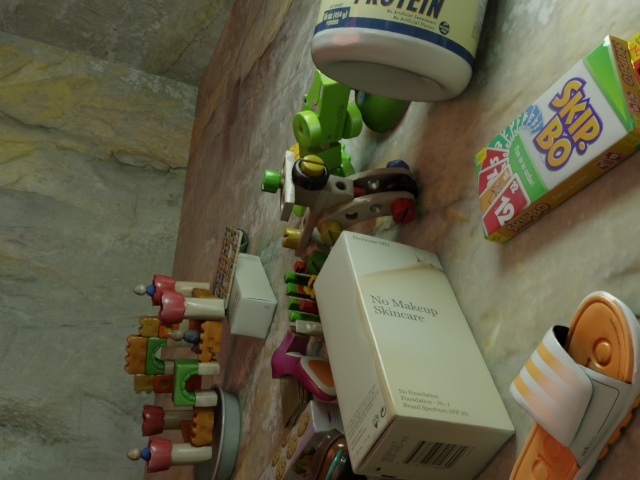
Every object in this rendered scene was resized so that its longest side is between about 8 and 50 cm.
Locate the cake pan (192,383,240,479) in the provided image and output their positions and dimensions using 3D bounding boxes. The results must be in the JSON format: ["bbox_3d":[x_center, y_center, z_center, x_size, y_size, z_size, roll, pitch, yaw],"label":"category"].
[{"bbox_3d":[-0.276,0.530,1.782,0.293,0.054,0.293,-168,90,-70],"label":"cake pan"}]

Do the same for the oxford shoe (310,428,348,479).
[{"bbox_3d":[0.019,0.403,1.055,0.076,0.076,0.212,27,120,30],"label":"oxford shoe"}]

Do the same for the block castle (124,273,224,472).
[{"bbox_3d":[-0.390,0.328,1.738,0.303,0.212,0.454,-154,69,-70],"label":"block castle"}]

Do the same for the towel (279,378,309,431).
[{"bbox_3d":[-0.053,0.299,1.357,0.148,0.027,0.110,-102,30,-47],"label":"towel"}]

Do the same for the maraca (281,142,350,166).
[{"bbox_3d":[-0.011,-0.155,1.417,0.185,0.099,0.127,8,89,44],"label":"maraca"}]

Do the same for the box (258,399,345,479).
[{"bbox_3d":[-0.045,0.408,1.219,0.067,0.063,0.324,-98,28,-46],"label":"box"}]

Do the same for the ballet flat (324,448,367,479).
[{"bbox_3d":[0.032,0.410,0.976,0.095,0.096,0.281,-48,-20,-51],"label":"ballet flat"}]

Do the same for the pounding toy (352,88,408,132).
[{"bbox_3d":[0.084,-0.315,1.228,0.237,0.110,0.183,-98,28,-42],"label":"pounding toy"}]

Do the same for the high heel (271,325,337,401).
[{"bbox_3d":[-0.035,0.256,1.229,0.244,0.082,0.117,40,113,58],"label":"high heel"}]

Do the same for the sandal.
[{"bbox_3d":[0.217,0.174,0.634,0.102,0.076,0.265,-132,56,-65],"label":"sandal"}]

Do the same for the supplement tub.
[{"bbox_3d":[0.129,-0.385,0.963,0.235,0.235,0.325,-167,89,-70],"label":"supplement tub"}]

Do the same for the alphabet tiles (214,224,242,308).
[{"bbox_3d":[-0.252,0.084,1.765,0.198,0.009,0.237,-161,83,-70],"label":"alphabet tiles"}]

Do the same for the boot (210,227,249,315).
[{"bbox_3d":[-0.265,0.093,2.004,0.209,0.076,0.190,-59,29,27],"label":"boot"}]

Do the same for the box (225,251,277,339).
[{"bbox_3d":[-0.192,0.134,1.727,0.275,0.094,0.113,-124,49,-64],"label":"box"}]

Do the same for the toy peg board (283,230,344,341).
[{"bbox_3d":[-0.009,0.080,1.291,0.161,0.079,0.161,-102,31,-48],"label":"toy peg board"}]

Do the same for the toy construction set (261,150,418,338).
[{"bbox_3d":[0.000,0.000,1.083,0.257,0.237,0.309,146,132,-62],"label":"toy construction set"}]

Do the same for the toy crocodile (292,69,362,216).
[{"bbox_3d":[-0.001,-0.174,1.255,0.105,0.115,0.341,50,150,35],"label":"toy crocodile"}]

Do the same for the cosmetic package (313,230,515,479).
[{"bbox_3d":[0.101,0.137,0.849,0.310,0.160,0.113,-104,34,-49],"label":"cosmetic package"}]

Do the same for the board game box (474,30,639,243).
[{"bbox_3d":[0.262,-0.107,0.743,0.259,0.039,0.124,-44,39,52],"label":"board game box"}]
